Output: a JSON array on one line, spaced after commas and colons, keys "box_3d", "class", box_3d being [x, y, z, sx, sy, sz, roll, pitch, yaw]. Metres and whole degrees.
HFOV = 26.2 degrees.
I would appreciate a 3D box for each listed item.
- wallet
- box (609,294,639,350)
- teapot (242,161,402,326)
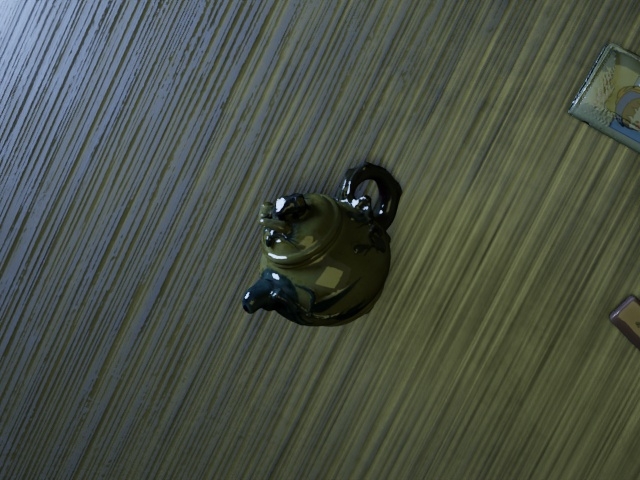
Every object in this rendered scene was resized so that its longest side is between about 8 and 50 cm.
[{"box_3d": [0.410, -0.172, 1.754, 0.155, 0.039, 0.110, 29, 100, 0], "class": "wallet"}, {"box_3d": [0.433, 0.126, 1.801, 0.048, 0.025, 0.115, -44, 92, 7], "class": "box"}, {"box_3d": [0.000, 0.000, 1.738, 0.269, 0.173, 0.182, -50, 131, -16], "class": "teapot"}]
